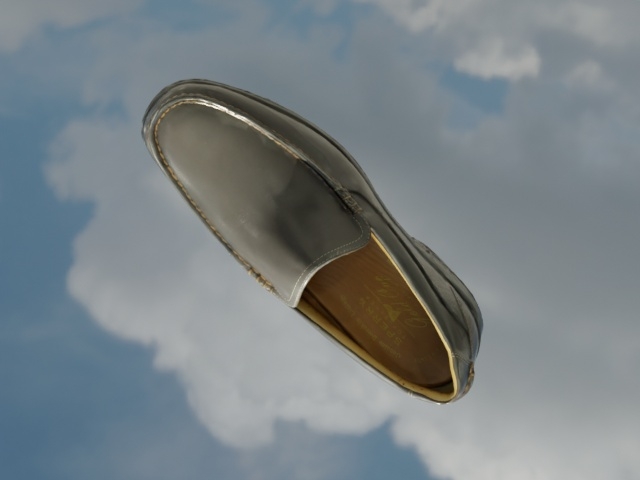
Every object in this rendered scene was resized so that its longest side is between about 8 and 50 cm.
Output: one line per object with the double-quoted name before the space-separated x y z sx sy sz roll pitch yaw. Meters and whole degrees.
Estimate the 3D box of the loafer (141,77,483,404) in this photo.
"loafer" 0.000 0.000 0.503 0.170 0.062 0.061 38 -166 -10
